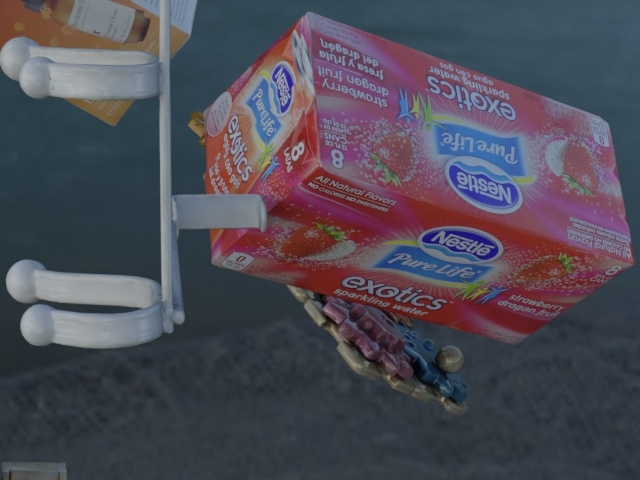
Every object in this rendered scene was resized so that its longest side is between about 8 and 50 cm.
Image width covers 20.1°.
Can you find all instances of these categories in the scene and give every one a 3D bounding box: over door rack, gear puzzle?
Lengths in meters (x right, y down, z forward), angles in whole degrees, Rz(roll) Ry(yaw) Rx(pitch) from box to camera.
[{"bbox_3d":[-0.096,-0.093,0.909,0.108,0.239,0.324,3,11,6],"label":"over door rack"},{"bbox_3d":[0.000,0.000,1.434,0.175,0.044,0.339,27,19,-51],"label":"gear puzzle"}]

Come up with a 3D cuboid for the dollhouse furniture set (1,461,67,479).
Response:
[{"bbox_3d":[-0.300,0.162,1.501,0.182,0.161,0.101,1,10,-10],"label":"dollhouse furniture set"}]

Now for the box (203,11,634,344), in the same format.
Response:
[{"bbox_3d":[0.063,-0.034,1.176,0.257,0.128,0.122,16,52,-32],"label":"box"}]

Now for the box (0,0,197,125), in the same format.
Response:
[{"bbox_3d":[-0.209,-0.202,1.544,0.170,0.130,0.091,28,40,-20],"label":"box"}]
